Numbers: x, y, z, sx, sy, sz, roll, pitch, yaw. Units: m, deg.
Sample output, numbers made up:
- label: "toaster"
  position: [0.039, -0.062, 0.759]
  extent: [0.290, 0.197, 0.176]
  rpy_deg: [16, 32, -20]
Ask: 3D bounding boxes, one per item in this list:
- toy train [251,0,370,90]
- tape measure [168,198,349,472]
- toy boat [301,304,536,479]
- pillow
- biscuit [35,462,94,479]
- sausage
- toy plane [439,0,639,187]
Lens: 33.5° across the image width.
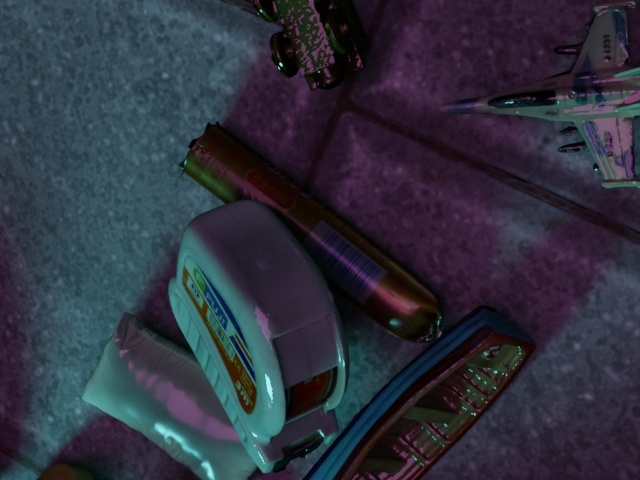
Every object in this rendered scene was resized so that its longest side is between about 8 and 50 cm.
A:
- label: "toy train"
  position: [-0.018, -0.270, 1.142]
  extent: [0.090, 0.137, 0.225]
  rpy_deg: [-19, 93, 22]
- label: "tape measure"
  position: [-0.059, 0.095, 1.149]
  extent: [0.243, 0.125, 0.246]
  rpy_deg: [56, 150, 23]
- label: "toy boat"
  position: [0.078, 0.227, 1.177]
  extent: [0.392, 0.136, 0.079]
  rpy_deg: [-49, 49, 21]
- label: "pillow"
  position: [-0.167, 0.207, 1.275]
  extent: [0.254, 0.078, 0.144]
  rpy_deg: [33, 106, 12]
- label: "biscuit"
  position: [-0.370, 0.441, 1.281]
  extent: [0.275, 0.052, 0.354]
  rpy_deg: [0, 66, 58]
- label: "sausage"
  position: [0.000, 0.000, 1.195]
  extent: [0.372, 0.082, 0.082]
  rpy_deg: [37, 107, 12]
- label: "toy plane"
  position: [0.255, -0.146, 1.089]
  extent: [0.262, 0.088, 0.192]
  rpy_deg: [-2, 90, 30]
